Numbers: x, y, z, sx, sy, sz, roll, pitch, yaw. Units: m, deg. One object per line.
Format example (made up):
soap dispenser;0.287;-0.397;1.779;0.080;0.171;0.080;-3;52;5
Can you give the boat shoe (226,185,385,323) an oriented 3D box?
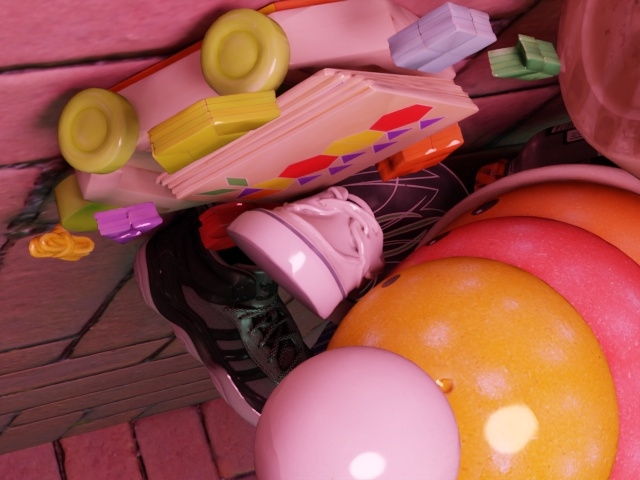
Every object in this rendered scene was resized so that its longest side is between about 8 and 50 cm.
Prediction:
boat shoe;0.000;0.000;0.867;0.084;0.095;0.258;-49;174;-1

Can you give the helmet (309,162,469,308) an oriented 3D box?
helmet;0.063;-0.007;1.164;0.169;0.170;0.161;-18;-178;2

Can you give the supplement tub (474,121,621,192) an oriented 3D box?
supplement tub;0.318;-0.035;1.142;0.315;0.194;0.193;-14;170;24

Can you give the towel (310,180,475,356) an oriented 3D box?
towel;0.113;0.039;1.330;0.243;0.040;0.336;-30;-164;40

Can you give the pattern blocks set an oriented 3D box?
pattern blocks set;-0.004;-0.066;0.801;0.324;0.026;0.285;-23;167;24

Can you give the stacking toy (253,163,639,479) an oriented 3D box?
stacking toy;0.114;0.109;0.836;0.350;0.351;0.480;-24;168;26

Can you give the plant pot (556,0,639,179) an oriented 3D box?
plant pot;0.325;-0.122;0.803;0.280;0.323;0.323;10;155;-30

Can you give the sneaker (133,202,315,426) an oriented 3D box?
sneaker;-0.057;0.075;1.161;0.101;0.268;0.153;-45;-178;-41

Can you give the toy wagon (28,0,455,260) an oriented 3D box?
toy wagon;-0.078;-0.075;0.888;0.344;0.068;0.267;-22;167;23
